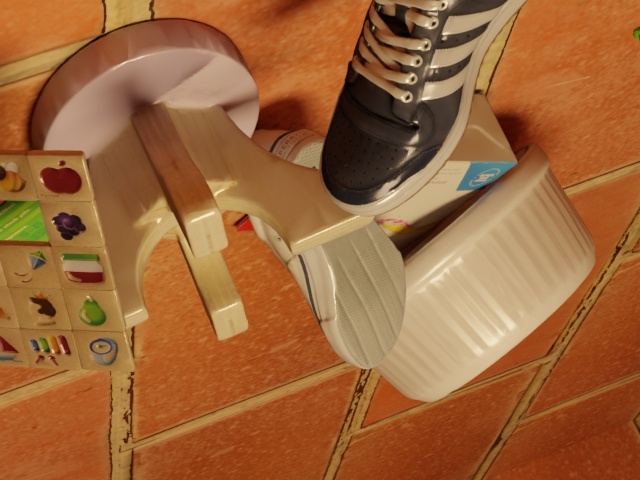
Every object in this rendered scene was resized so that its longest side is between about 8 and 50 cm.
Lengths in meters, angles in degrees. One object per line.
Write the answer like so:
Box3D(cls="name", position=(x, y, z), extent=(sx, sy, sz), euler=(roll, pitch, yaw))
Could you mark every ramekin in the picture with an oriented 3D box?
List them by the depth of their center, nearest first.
Box3D(cls="ramekin", position=(0.141, 0.039, 1.826), extent=(0.273, 0.127, 0.273), euler=(-40, -179, 1))

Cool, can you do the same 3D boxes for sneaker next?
Box3D(cls="sneaker", position=(0.065, -0.155, 1.314), extent=(0.282, 0.099, 0.153), euler=(-58, 155, 2))
Box3D(cls="sneaker", position=(0.000, 0.000, 1.633), extent=(0.094, 0.091, 0.258), euler=(-41, 132, -25))

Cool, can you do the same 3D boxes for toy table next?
Box3D(cls="toy table", position=(-0.103, -0.035, 1.440), extent=(0.252, 0.161, 0.274), euler=(-27, 160, 5))

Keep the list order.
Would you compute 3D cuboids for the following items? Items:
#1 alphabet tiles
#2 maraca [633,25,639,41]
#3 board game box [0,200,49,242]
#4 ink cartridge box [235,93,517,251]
Box3D(cls="alphabet tiles", position=(-0.260, 0.014, 1.347), extent=(0.237, 0.009, 0.198), euler=(2, 131, 12))
Box3D(cls="maraca", position=(0.350, -0.197, 1.636), extent=(0.186, 0.099, 0.127), euler=(-23, -168, -36))
Box3D(cls="board game box", position=(-0.264, -0.004, 1.510), extent=(0.124, 0.039, 0.259), euler=(-28, 164, 5))
Box3D(cls="ink cartridge box", position=(0.046, -0.041, 1.727), extent=(0.134, 0.078, 0.231), euler=(-3, 152, -47))
